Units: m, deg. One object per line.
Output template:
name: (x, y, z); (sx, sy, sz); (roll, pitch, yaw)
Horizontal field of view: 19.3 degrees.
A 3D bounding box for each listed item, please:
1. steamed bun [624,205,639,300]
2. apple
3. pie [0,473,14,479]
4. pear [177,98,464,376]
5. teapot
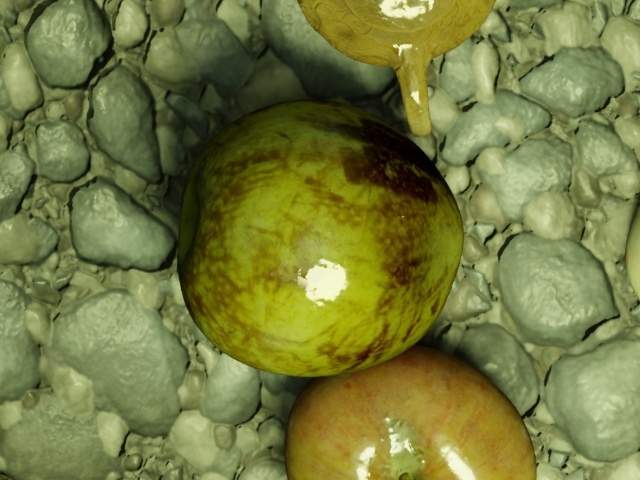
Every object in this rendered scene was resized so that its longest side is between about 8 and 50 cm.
steamed bun: (0.405, -0.005, 1.825); (0.228, 0.130, 0.177); (-33, 102, 6)
apple: (0.089, 0.225, 1.856); (0.261, 0.194, 0.260); (0, 102, 1)
pie: (-0.358, 0.337, 1.966); (0.195, 0.046, 0.195); (0, 105, 2)
pear: (0.000, 0.000, 1.761); (0.284, 0.283, 0.283); (0, 104, 1)
teapot: (0.073, -0.246, 1.750); (0.203, 0.167, 0.311); (-6, 104, 2)
